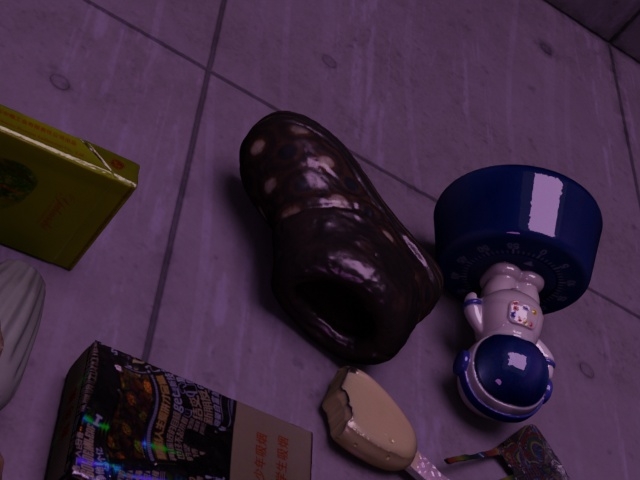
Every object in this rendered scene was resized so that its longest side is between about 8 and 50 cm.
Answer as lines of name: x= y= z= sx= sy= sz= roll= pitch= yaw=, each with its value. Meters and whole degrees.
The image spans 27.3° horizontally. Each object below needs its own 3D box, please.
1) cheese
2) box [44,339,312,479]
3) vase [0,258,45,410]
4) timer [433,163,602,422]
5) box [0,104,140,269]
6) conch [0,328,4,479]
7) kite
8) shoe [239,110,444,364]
cheese: x=0.106 y=0.284 z=1.790 sx=0.255 sy=0.050 sz=0.127 roll=43 pitch=31 yaw=-7
box: x=-0.156 y=0.265 z=1.527 sx=0.310 sy=0.084 sz=0.198 roll=26 pitch=38 yaw=-22
vase: x=-0.374 y=0.103 z=1.464 sx=0.128 sy=0.128 sz=0.248 roll=36 pitch=26 yaw=-10
timer: x=0.294 y=0.105 z=2.028 sx=0.270 sy=0.270 sz=0.383 roll=26 pitch=52 yaw=-22
box: x=-0.405 y=-0.086 z=1.569 sx=0.335 sy=0.187 sz=0.047 roll=24 pitch=42 yaw=-24
conch: x=-0.420 y=0.187 z=1.269 sx=0.263 sy=0.186 sz=0.324 roll=23 pitch=64 yaw=-6
kite: x=0.279 y=0.345 z=1.916 sx=0.285 sy=0.015 sz=0.152 roll=3 pitch=52 yaw=-51
shoe: x=0.000 y=0.000 z=1.884 sx=0.384 sy=0.171 sz=0.237 roll=50 pitch=31 yaw=-2
